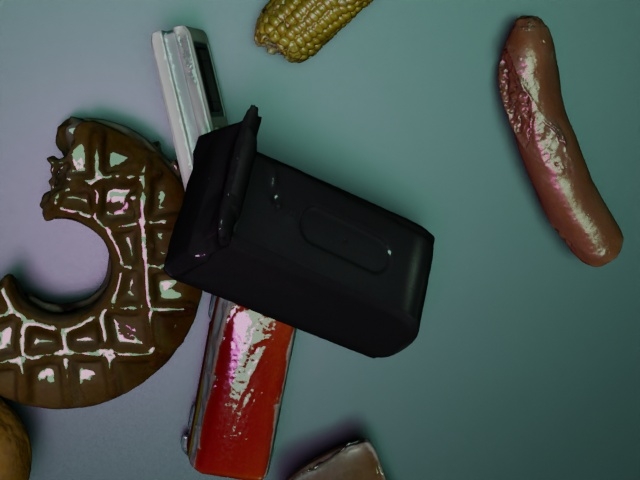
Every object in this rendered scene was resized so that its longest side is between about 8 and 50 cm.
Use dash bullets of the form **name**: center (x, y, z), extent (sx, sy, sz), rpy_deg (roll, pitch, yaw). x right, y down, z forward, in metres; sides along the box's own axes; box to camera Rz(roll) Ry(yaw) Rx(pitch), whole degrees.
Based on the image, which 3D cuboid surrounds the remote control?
- **remote control**: center (-0.136, -0.115, 1.485), extent (0.055, 0.103, 0.277), rpy_deg (-12, 95, 9)

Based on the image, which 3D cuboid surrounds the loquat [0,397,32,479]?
- **loquat**: center (-0.456, 0.267, 1.494), extent (0.208, 0.208, 0.208), rpy_deg (-1, 100, -4)

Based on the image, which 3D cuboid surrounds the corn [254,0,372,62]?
- **corn**: center (0.038, -0.324, 1.481), extent (0.293, 0.106, 0.106), rpy_deg (-44, 100, 4)

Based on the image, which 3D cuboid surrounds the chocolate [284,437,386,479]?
- **chocolate**: center (0.035, 0.388, 1.616), extent (0.161, 0.083, 0.261), rpy_deg (-26, 102, -17)

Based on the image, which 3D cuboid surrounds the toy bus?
- **toy bus**: center (-0.094, 0.167, 1.547), extent (0.121, 0.120, 0.265), rpy_deg (11, 100, -8)

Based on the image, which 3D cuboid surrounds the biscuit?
- **biscuit**: center (-0.279, 0.046, 1.515), extent (0.268, 0.115, 0.366), rpy_deg (34, 96, -10)

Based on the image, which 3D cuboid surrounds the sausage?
- **sausage**: center (0.291, -0.119, 1.549), extent (0.087, 0.079, 0.326), rpy_deg (-22, 99, 0)

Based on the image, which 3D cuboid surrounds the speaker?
- **speaker**: center (0.000, 0.000, 1.401), extent (0.388, 0.184, 0.180), rpy_deg (23, 71, -36)
